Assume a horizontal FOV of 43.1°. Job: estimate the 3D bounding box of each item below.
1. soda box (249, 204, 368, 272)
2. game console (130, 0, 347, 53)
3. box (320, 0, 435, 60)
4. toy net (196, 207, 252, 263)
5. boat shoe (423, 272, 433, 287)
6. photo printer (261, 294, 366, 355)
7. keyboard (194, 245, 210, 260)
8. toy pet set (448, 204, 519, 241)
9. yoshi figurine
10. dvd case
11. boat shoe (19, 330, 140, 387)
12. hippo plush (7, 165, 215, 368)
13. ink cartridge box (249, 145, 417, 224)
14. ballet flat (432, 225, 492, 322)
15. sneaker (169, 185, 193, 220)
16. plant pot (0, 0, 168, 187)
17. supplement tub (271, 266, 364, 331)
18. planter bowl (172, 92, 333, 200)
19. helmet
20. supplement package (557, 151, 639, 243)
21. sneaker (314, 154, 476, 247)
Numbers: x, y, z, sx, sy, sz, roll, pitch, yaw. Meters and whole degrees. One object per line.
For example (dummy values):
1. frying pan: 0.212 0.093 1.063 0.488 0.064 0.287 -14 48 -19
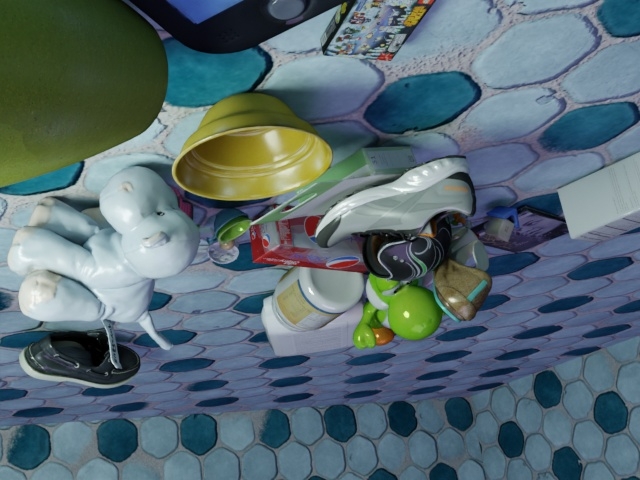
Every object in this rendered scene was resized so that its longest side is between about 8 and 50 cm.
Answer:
1. soda box: 0.000 0.000 1.522 0.263 0.083 0.092 8 154 -36
2. game console: -0.058 -0.313 0.701 0.342 0.060 0.386 -17 159 21
3. box: 0.067 -0.259 0.939 0.094 0.027 0.137 -1 158 -22
4. toy net: -0.182 0.008 1.464 0.122 0.045 0.232 -31 165 -11
5. boat shoe: 0.244 0.082 1.879 0.063 0.066 0.184 -17 161 -20
6. photo printer: -0.014 0.195 2.002 0.256 0.107 0.307 -9 159 -1
7. keyboard: -0.341 0.023 1.550 0.256 0.014 0.072 2 162 -25
8. toy pet set: 0.326 -0.045 1.606 0.122 0.065 0.114 25 173 -42
9. yoshi figurine: 0.175 0.154 1.706 0.203 0.203 0.362 21 165 12
10. dvd case: 0.431 -0.019 1.745 0.221 0.018 0.165 12 151 -44
11. boat shoe: -0.559 0.276 1.984 0.113 0.127 0.340 -45 142 22
12. hippo plush: -0.307 0.023 1.218 0.237 0.294 0.234 -34 170 35
13. ink cartridge box: 0.018 -0.087 1.269 0.235 0.056 0.171 -7 164 -44
14. ballet flat: 0.257 0.039 1.550 0.124 0.116 0.342 -45 -166 11
15. sneaker: -0.253 -0.054 1.340 0.057 0.047 0.119 -1 160 11
16. plant pot: -0.296 -0.168 0.760 0.275 0.274 0.294 -23 172 34
17. supplement tub: -0.011 0.109 1.722 0.145 0.144 0.200 2 158 -26
18. planter bowl: -0.096 -0.139 1.103 0.217 0.090 0.217 -9 160 -3
19. helmet: 0.152 -0.006 1.463 0.170 0.169 0.161 -12 146 8
20. supplement package: 0.558 -0.076 1.521 0.105 0.105 0.179 8 154 -42
21. sneaker: 0.112 -0.039 1.252 0.272 0.107 0.100 -22 172 23
